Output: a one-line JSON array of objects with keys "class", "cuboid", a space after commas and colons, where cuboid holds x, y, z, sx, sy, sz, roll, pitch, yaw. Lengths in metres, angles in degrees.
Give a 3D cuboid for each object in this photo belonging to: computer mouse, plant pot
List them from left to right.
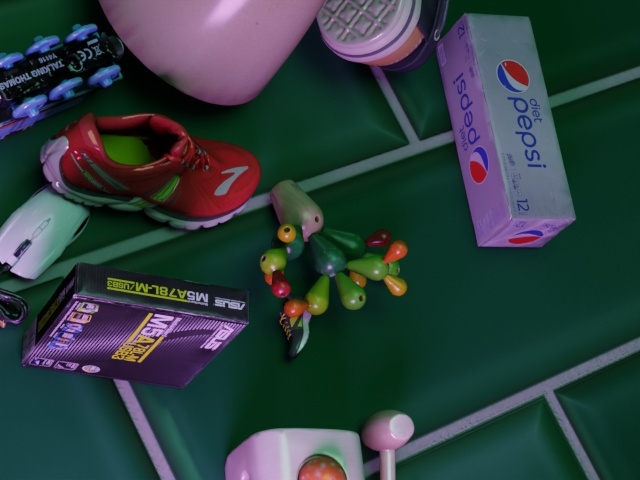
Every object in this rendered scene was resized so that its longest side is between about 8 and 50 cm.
[{"class": "computer mouse", "cuboid": [-0.312, 0.000, 1.877, 0.106, 0.042, 0.193, 39, 56, -4]}, {"class": "plant pot", "cuboid": [-0.076, -0.335, 1.974, 0.256, 0.274, 0.256, 28, 40, -27]}]

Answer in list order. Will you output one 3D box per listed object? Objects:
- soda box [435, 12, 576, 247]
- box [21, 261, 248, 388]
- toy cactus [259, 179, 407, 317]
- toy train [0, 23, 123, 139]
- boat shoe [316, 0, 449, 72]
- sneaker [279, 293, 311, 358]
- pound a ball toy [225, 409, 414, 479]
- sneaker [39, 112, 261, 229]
[{"class": "soda box", "cuboid": [0.228, -0.137, 2.186, 0.098, 0.091, 0.286, 0, 67, -26]}, {"class": "box", "cuboid": [-0.192, 0.091, 1.805, 0.184, 0.190, 0.045, 13, 60, -22]}, {"class": "toy cactus", "cuboid": [0.000, 0.000, 1.996, 0.219, 0.112, 0.180, -8, 52, -39]}, {"class": "toy train", "cuboid": [-0.302, -0.175, 1.928, 0.184, 0.105, 0.080, -27, 86, -33]}, {"class": "boat shoe", "cuboid": [0.081, -0.436, 2.202, 0.156, 0.186, 0.500, 32, 54, -56]}, {"class": "sneaker", "cuboid": [-0.032, 0.096, 1.984, 0.035, 0.031, 0.083, 18, 51, -11]}, {"class": "pound a ball toy", "cuboid": [0.025, 0.317, 1.840, 0.208, 0.136, 0.319, 5, 65, -25]}, {"class": "sneaker", "cuboid": [-0.167, -0.085, 1.933, 0.279, 0.118, 0.107, 3, 61, -40]}]
